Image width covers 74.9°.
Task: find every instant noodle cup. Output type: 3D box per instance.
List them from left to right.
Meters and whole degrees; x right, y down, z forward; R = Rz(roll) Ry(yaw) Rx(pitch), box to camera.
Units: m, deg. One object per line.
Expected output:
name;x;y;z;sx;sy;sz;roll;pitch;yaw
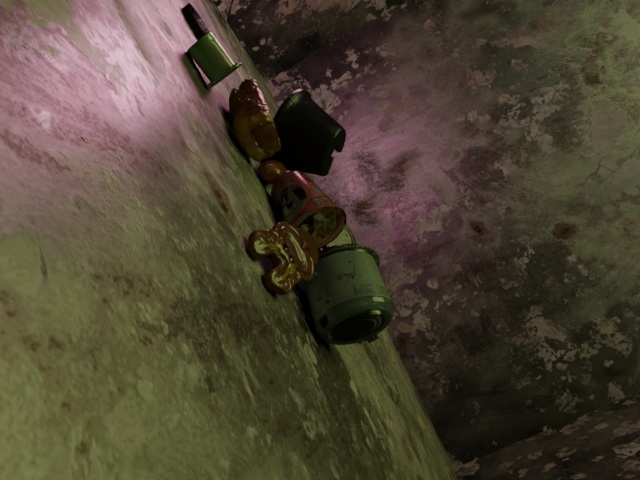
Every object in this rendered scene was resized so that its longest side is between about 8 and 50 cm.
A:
instant noodle cup;-0.063;-0.122;1.548;0.255;0.244;0.244;58;3;33

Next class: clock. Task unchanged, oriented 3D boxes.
clock;-0.526;-0.923;1.802;0.184;0.040;0.184;61;8;-15

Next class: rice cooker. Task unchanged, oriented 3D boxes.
rice cooker;0.076;0.156;1.295;0.317;0.264;0.316;16;44;-16

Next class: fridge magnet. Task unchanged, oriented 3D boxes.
fridge magnet;0.041;0.019;1.694;0.113;0.266;0.265;-37;-103;52

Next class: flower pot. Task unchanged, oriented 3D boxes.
flower pot;-0.049;-0.433;1.806;0.251;0.379;0.379;30;0;12

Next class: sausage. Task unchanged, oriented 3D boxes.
sausage;-0.186;-0.272;1.646;0.098;0.098;0.238;62;6;-9

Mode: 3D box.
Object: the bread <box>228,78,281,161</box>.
bread;-0.258;-0.450;1.569;0.195;0.149;0.344;74;-4;-48

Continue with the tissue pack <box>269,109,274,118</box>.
tissue pack;-0.250;-0.507;1.939;0.271;0.124;0.201;49;19;-66

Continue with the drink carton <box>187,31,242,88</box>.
drink carton;-0.376;-0.635;1.463;0.142;0.146;0.144;51;10;-21

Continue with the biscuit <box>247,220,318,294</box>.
biscuit;-0.081;0.033;1.118;0.185;0.044;0.295;64;26;-4
